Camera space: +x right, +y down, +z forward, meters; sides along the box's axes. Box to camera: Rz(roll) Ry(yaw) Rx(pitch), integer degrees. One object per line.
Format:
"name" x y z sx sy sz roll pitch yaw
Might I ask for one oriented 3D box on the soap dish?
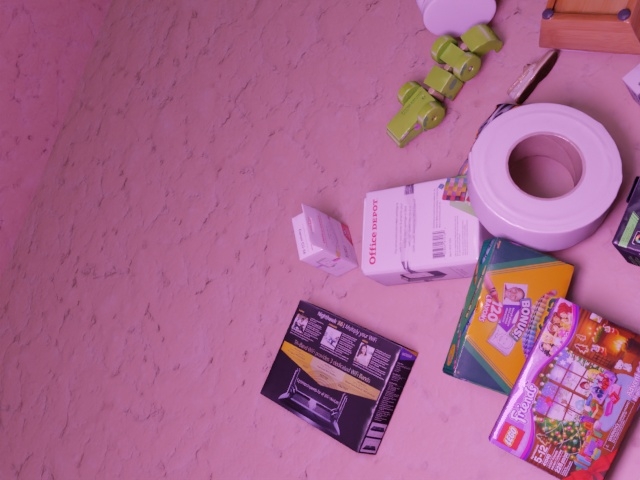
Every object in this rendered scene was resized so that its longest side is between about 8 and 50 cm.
"soap dish" 0.601 -0.539 1.509 0.228 0.118 0.291 17 85 38

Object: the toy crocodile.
"toy crocodile" 0.283 -0.361 1.694 0.341 0.105 0.115 -52 52 14

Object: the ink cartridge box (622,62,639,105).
"ink cartridge box" 0.651 -0.267 1.384 0.056 0.099 0.135 -40 53 18

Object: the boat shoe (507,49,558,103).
"boat shoe" 0.463 -0.366 1.588 0.135 0.050 0.045 -50 58 10

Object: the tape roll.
"tape roll" 0.432 -0.125 1.418 0.286 0.100 0.286 -3 68 8

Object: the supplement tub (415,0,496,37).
"supplement tub" 0.311 -0.642 1.709 0.191 0.191 0.272 -18 63 30

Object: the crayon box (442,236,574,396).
"crayon box" 0.361 0.152 1.394 0.165 0.081 0.279 20 83 -5

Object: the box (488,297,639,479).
"box" 0.456 0.276 1.297 0.200 0.057 0.293 26 89 12

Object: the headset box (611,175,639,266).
"headset box" 0.684 -0.050 1.260 0.283 0.131 0.246 23 87 40

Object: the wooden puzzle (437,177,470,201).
"wooden puzzle" 0.281 -0.106 1.505 0.083 0.006 0.049 6 75 34

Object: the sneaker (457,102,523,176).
"sneaker" 0.370 -0.208 1.586 0.215 0.084 0.083 -52 39 4

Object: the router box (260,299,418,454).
"router box" 0.035 0.300 1.629 0.308 0.081 0.243 22 87 39

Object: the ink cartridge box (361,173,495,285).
"ink cartridge box" 0.236 -0.018 1.580 0.272 0.114 0.199 -8 68 32

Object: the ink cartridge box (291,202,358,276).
"ink cartridge box" 0.000 0.000 1.690 0.067 0.198 0.115 -27 59 25
